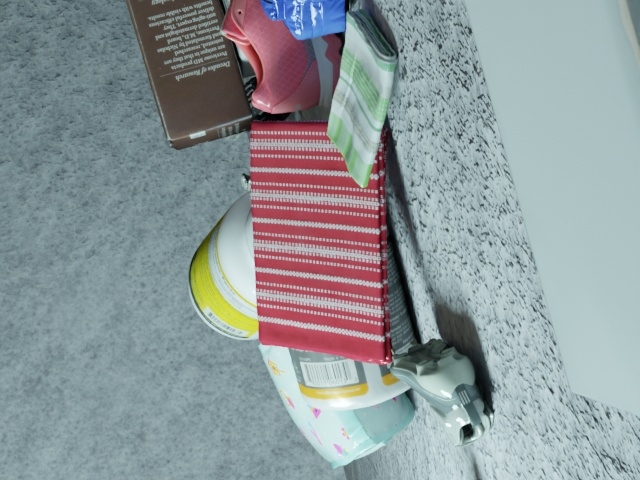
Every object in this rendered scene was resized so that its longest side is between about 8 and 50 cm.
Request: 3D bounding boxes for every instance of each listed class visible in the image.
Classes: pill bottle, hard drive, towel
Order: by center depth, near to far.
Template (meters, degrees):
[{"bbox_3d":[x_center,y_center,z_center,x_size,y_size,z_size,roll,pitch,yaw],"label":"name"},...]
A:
[{"bbox_3d":[0.133,-0.086,0.593,0.233,0.047,0.353,173,81,-84],"label":"hard drive"},{"bbox_3d":[0.038,-0.146,1.195,0.113,0.023,0.152,-115,30,-49],"label":"towel"},{"bbox_3d":[0.000,0.000,1.336,0.199,0.031,0.274,5,101,39],"label":"towel"},{"bbox_3d":[0.021,0.058,1.462,0.162,0.162,0.278,-132,27,-77],"label":"pill bottle"},{"bbox_3d":[-0.073,0.027,1.711,0.334,0.188,0.187,140,115,-66],"label":"pill bottle"}]

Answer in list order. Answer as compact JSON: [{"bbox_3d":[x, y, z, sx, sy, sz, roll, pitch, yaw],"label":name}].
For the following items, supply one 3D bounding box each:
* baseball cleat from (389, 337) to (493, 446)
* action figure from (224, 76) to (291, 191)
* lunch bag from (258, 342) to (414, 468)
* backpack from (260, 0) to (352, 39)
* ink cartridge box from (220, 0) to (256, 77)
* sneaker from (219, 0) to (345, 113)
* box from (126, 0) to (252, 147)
[{"bbox_3d":[0.124,0.160,1.222,0.206,0.072,0.109,-174,61,-88],"label":"baseball cleat"},{"bbox_3d":[-0.105,-0.177,2.128,0.164,0.141,0.275,58,166,25],"label":"action figure"},{"bbox_3d":[0.022,0.210,1.709,0.223,0.160,0.262,59,176,9],"label":"lunch bag"},{"bbox_3d":[-0.020,-0.278,1.253,0.120,0.101,0.098,76,-179,-54],"label":"backpack"},{"bbox_3d":[-0.092,-0.359,1.682,0.237,0.100,0.172,103,150,-79],"label":"ink cartridge box"},{"bbox_3d":[-0.064,-0.301,1.412,0.116,0.136,0.313,142,112,-83],"label":"sneaker"},{"bbox_3d":[-0.216,-0.339,1.769,0.191,0.143,0.381,-173,68,-86],"label":"box"}]
